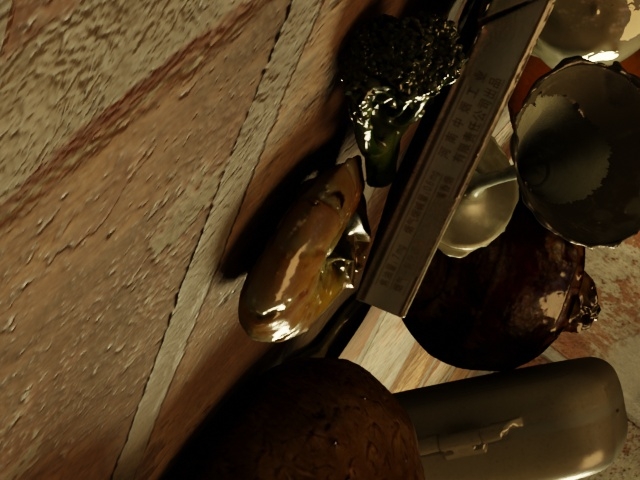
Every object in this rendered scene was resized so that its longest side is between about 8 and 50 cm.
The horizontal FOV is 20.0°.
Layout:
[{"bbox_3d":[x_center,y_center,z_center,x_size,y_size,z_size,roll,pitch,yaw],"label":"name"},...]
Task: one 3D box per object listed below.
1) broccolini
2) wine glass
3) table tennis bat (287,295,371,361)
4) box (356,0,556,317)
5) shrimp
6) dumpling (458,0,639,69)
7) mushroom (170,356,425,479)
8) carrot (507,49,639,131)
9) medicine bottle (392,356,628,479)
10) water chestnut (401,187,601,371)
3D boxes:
[{"bbox_3d":[0.040,-0.094,1.232,0.091,0.068,0.202,-36,170,-21],"label":"broccolini"},{"bbox_3d":[0.167,-0.057,1.506,0.156,0.156,0.232,-52,-166,-20],"label":"wine glass"},{"bbox_3d":[0.002,0.115,1.835,0.138,0.022,0.246,-57,171,12],"label":"table tennis bat"},{"bbox_3d":[0.114,-0.118,1.331,0.180,0.047,0.325,-69,-178,-59],"label":"box"},{"bbox_3d":[0.001,0.000,1.348,0.145,0.061,0.267,-66,166,8],"label":"shrimp"},{"bbox_3d":[0.191,-0.197,1.469,0.172,0.142,0.247,-14,161,-17],"label":"dumpling"},{"bbox_3d":[-0.031,0.268,1.642,0.345,0.239,0.345,7,90,-84],"label":"mushroom"},{"bbox_3d":[0.271,-0.154,1.948,0.159,0.159,0.225,-56,-177,6],"label":"carrot"},{"bbox_3d":[0.133,0.214,1.924,0.375,0.123,0.282,-14,180,14],"label":"medicine bottle"},{"bbox_3d":[0.200,0.035,1.925,0.224,0.238,0.223,-161,-90,-79],"label":"water chestnut"}]
